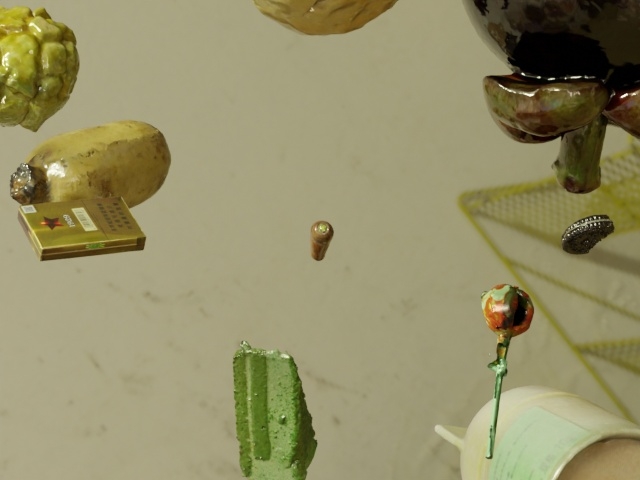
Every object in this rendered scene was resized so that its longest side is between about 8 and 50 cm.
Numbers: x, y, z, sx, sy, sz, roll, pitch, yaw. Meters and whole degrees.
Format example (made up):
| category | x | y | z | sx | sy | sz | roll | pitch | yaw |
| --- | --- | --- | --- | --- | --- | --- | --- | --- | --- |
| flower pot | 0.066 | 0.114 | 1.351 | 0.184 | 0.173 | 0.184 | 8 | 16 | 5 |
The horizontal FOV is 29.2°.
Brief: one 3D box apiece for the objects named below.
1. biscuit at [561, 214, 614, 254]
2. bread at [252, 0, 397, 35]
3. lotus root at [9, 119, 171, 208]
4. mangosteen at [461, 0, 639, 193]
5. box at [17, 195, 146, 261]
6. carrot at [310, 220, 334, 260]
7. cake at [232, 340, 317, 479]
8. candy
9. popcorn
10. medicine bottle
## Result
| category | x | y | z | sx | sy | sz | roll | pitch | yaw |
| --- | --- | --- | --- | --- | --- | --- | --- | --- | --- |
| biscuit | 0.405 | -0.008 | 1.859 | 0.087 | 0.027 | 0.089 | -23 | -30 | 18 |
| bread | 0.003 | -0.289 | 0.992 | 0.134 | 0.244 | 0.244 | -25 | 14 | 43 |
| lotus root | -0.348 | -0.101 | 1.865 | 0.160 | 0.146 | 0.284 | -31 | -8 | 40 |
| mangosteen | 0.319 | -0.283 | 1.437 | 0.382 | 0.382 | 0.435 | -83 | 18 | -82 |
| box | -0.285 | -0.015 | 1.472 | 0.133 | 0.090 | 0.023 | -7 | -52 | -31 |
| carrot | 0.000 | 0.000 | 1.629 | 0.032 | 0.032 | 0.093 | -41 | -15 | -18 |
| cake | -0.072 | 0.254 | 1.758 | 0.100 | 0.235 | 0.099 | 6 | 49 | 14 |
| candy | 0.176 | 0.126 | 1.203 | 0.049 | 0.056 | 0.184 | 132 | 153 | -60 |
| popcorn | -0.274 | -0.153 | 1.093 | 0.121 | 0.116 | 0.106 | -39 | -17 | -14 |
| medicine bottle | 0.337 | 0.337 | 1.792 | 0.236 | 0.235 | 0.406 | -40 | 14 | -9 |
